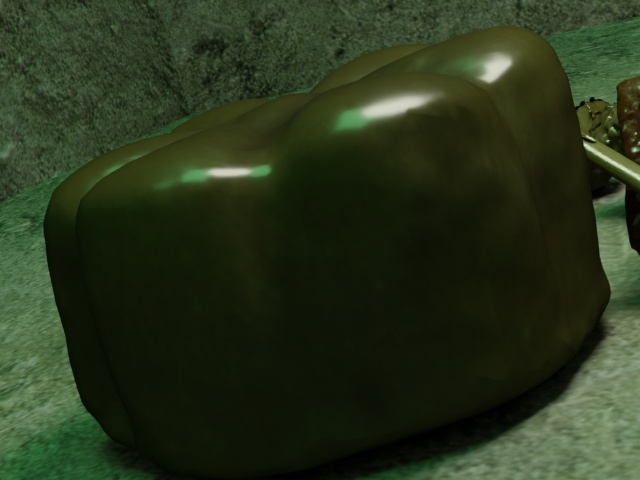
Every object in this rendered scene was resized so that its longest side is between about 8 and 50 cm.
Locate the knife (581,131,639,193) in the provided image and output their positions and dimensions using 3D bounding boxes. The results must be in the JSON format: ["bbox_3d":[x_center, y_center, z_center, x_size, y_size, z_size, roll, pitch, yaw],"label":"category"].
[{"bbox_3d":[0.303,-0.014,1.099,0.047,0.017,0.298,-11,38,-44],"label":"knife"}]

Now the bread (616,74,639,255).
[{"bbox_3d":[0.457,-0.082,1.132,0.417,0.165,0.113,-7,-16,27],"label":"bread"}]

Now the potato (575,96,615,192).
[{"bbox_3d":[0.295,-0.078,1.613,0.101,0.089,0.172,0,-36,-47],"label":"potato"}]

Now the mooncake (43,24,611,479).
[{"bbox_3d":[0.000,0.000,1.147,0.467,0.262,0.467,-17,12,4],"label":"mooncake"}]

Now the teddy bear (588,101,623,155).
[{"bbox_3d":[0.418,-0.128,1.457,0.256,0.156,0.267,-25,17,-32],"label":"teddy bear"}]
